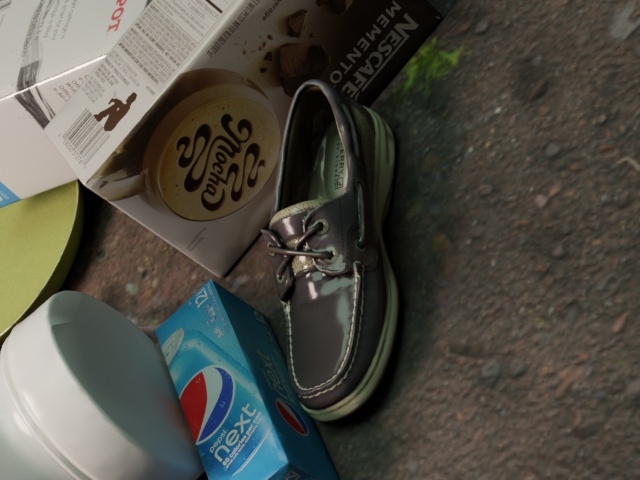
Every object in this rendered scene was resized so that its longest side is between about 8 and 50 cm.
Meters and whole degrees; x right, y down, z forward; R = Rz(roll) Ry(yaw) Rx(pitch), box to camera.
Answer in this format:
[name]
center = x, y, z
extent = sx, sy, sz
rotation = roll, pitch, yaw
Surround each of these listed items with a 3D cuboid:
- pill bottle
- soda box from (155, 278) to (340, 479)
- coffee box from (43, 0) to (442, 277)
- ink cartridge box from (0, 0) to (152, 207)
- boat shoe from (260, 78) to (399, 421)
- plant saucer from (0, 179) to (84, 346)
[pill bottle]
center = -0.283, 0.233, 1.154
extent = 0.407, 0.229, 0.229
rotation = -42, 40, 13
[soda box]
center = -0.056, 0.127, 1.132
extent = 0.067, 0.071, 0.210
rotation = -43, 40, 12
[coffee box]
center = -0.065, -0.141, 1.266
extent = 0.297, 0.168, 0.119
rotation = -49, 39, 3
[ink cartridge box]
center = -0.237, -0.178, 1.456
extent = 0.307, 0.129, 0.223
rotation = -17, 43, 29
[boat shoe]
center = 0.000, 0.000, 1.154
extent = 0.103, 0.092, 0.285
rotation = -20, 49, 34
[plant saucer]
center = -0.315, 0.018, 1.497
extent = 0.241, 0.037, 0.241
rotation = -26, 45, 29
